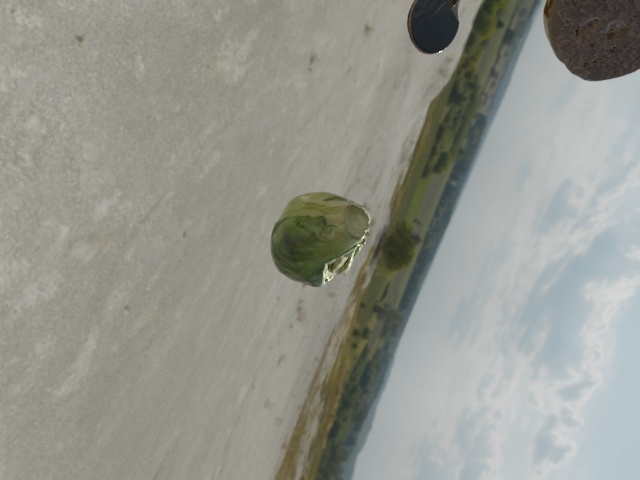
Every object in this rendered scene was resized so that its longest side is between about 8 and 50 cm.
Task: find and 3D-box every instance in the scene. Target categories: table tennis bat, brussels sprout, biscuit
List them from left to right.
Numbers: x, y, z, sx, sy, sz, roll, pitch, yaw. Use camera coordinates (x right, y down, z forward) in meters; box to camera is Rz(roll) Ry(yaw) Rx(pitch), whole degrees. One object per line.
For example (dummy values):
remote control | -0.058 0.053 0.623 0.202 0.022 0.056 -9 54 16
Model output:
brussels sprout | -0.007 -0.004 0.859 0.131 0.145 0.183 -49 171 -47
table tennis bat | 0.270 -0.505 1.156 0.220 0.019 0.130 -49 120 -14
biscuit | 0.517 -0.389 0.884 0.273 0.257 0.049 44 44 -49
